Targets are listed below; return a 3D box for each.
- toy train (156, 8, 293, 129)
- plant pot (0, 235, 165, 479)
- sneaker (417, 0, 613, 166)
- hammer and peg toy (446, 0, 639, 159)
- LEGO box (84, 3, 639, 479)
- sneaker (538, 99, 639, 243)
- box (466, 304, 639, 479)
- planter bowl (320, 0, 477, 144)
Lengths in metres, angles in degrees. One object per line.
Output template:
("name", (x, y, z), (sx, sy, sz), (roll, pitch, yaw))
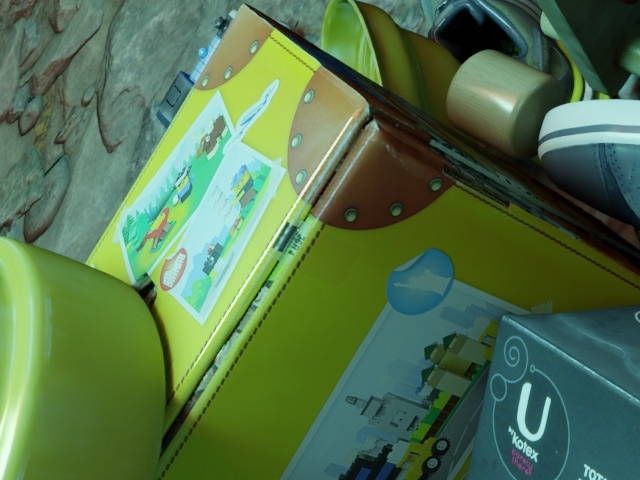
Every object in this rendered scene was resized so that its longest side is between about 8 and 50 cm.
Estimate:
("toy train", (-0.105, -0.183, 1.386), (0.184, 0.105, 0.080), (-56, 36, 12))
("plant pot", (-0.248, 0.098, 0.625), (0.254, 0.239, 0.254), (-30, 47, 38))
("sneaker", (0.145, -0.187, 1.047), (0.111, 0.121, 0.300), (-50, 37, 19))
("hammer and peg toy", (0.208, -0.210, 0.853), (0.127, 0.266, 0.361), (32, 89, 32))
("LEGO box", (-0.009, 0.164, 0.808), (0.500, 0.372, 0.193), (-57, 35, 10))
("sneaker", (0.266, 0.007, 0.680), (0.321, 0.126, 0.127), (15, 83, 26))
("box", (0.176, 0.190, 0.672), (0.165, 0.143, 0.270), (35, 121, 54))
("planter bowl", (0.067, -0.092, 0.953), (0.217, 0.090, 0.217), (172, 90, -78))
